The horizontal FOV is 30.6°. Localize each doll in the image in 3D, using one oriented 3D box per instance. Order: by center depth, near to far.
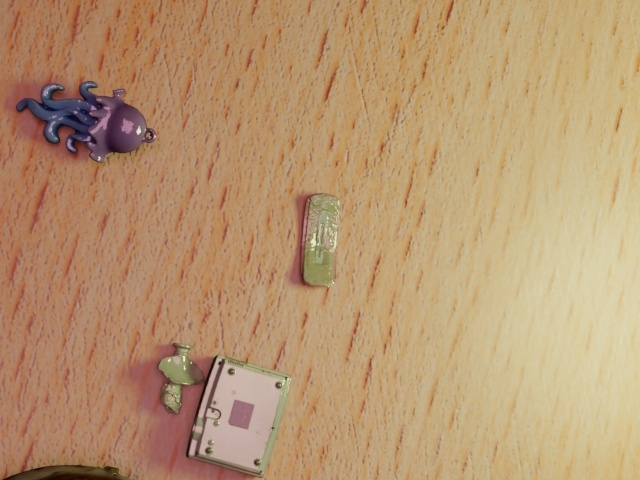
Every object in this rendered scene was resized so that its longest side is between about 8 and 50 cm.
[{"bbox_3d":[-0.328,-0.171,1.646,0.206,0.067,0.110,17,93,4],"label":"doll"}]

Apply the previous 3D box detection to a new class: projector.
[{"bbox_3d":[-0.113,0.243,1.622,0.115,0.061,0.147,17,79,-5],"label":"projector"}]

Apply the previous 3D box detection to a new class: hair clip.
[{"bbox_3d":[0.000,0.000,1.695,0.054,0.022,0.137,5,81,-10],"label":"hair clip"}]

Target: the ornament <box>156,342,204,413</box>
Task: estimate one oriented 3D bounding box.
[{"bbox_3d":[-0.198,0.188,1.625,0.068,0.041,0.092,42,69,-17],"label":"ornament"}]

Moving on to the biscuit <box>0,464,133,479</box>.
[{"bbox_3d":[-0.365,0.438,1.487,0.268,0.115,0.366,47,71,-25],"label":"biscuit"}]
